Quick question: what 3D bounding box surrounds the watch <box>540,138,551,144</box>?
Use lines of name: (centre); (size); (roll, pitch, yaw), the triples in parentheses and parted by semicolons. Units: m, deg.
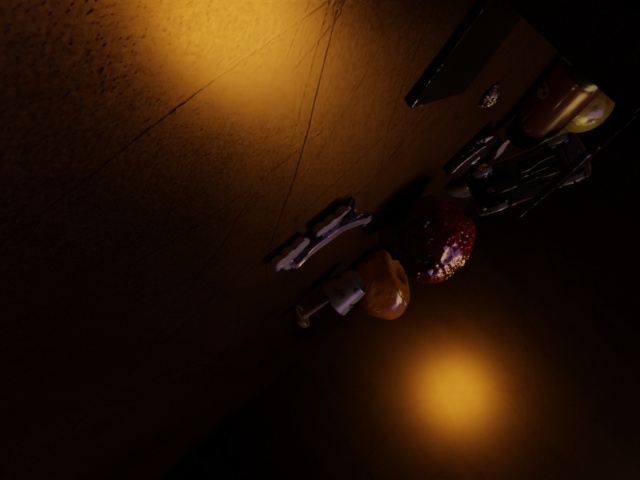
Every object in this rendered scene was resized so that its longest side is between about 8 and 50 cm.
watch: (0.808, -0.388, 1.976); (0.165, 0.152, 0.131); (-38, 171, -22)

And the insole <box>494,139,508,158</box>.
insole: (0.693, -0.350, 2.097); (0.065, 0.004, 0.197); (-42, 168, 3)

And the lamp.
lamp: (0.025, 0.174, 1.601); (0.214, 0.121, 0.121); (-35, 170, 13)

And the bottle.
bottle: (0.637, -0.378, 1.514); (0.144, 0.144, 0.336); (-35, 170, -26)

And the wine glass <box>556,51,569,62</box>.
wine glass: (0.485, -0.404, 0.922); (0.143, 0.143, 0.321); (-42, 169, 3)

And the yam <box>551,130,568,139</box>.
yam: (0.853, -0.463, 1.853); (0.254, 0.154, 0.154); (-39, 168, -12)

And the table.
table: (0.325, -0.230, 0.776); (0.196, 0.250, 0.282); (-30, 163, -45)

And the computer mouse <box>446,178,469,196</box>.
computer mouse: (0.511, -0.189, 1.914); (0.120, 0.057, 0.232); (-20, 174, 26)

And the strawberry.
strawberry: (0.316, -0.009, 1.525); (0.288, 0.250, 0.238); (1, 138, -40)

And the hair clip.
hair clip: (0.000, 0.000, 1.064); (0.220, 0.054, 0.140); (-37, 172, -9)

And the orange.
orange: (0.199, 0.161, 1.869); (0.183, 0.249, 0.249); (-28, 173, 19)

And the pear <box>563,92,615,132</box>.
pear: (0.759, -0.412, 1.638); (0.197, 0.197, 0.197); (-39, 168, -10)

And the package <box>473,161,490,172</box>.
package: (0.571, -0.259, 1.996); (0.083, 0.022, 0.200); (-46, 167, 22)

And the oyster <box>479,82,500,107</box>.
oyster: (0.370, -0.308, 1.190); (0.054, 0.019, 0.083); (-42, 168, -1)

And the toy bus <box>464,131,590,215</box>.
toy bus: (0.607, -0.195, 1.617); (0.329, 0.143, 0.153); (-23, 180, 25)

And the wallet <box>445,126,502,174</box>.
wallet: (0.444, -0.245, 1.591); (0.182, 0.049, 0.229); (-41, 167, 17)
